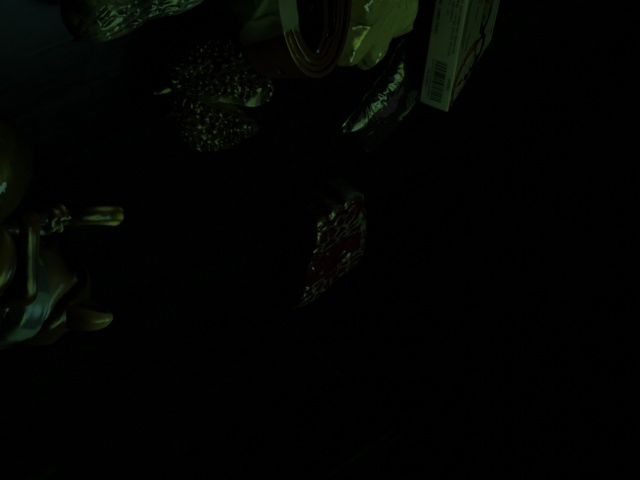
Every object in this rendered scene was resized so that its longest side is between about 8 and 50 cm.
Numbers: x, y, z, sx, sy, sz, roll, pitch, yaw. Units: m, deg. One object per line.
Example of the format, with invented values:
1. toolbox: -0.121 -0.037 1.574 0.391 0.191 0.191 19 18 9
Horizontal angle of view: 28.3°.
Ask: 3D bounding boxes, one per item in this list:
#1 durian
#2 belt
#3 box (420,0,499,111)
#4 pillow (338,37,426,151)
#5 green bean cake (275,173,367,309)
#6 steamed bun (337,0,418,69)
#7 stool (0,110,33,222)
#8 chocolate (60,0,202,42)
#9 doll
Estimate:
1. durian: -0.168 -0.224 1.900 0.196 0.167 0.196 -13 113 -31
2. belt: -0.044 -0.363 1.824 0.184 0.105 0.261 -19 111 -49
3. box: 0.262 -0.421 2.235 0.214 0.069 0.353 -58 166 -32
4. pillow: 0.128 -0.263 2.351 0.208 0.055 0.141 -53 143 6
5. green bean cake: 0.000 0.000 2.444 0.198 0.097 0.232 -34 149 -25
6. steamed bun: 0.079 -0.411 2.006 0.292 0.137 0.295 -60 168 -1
7. stool: -0.483 -0.134 1.516 0.179 0.179 0.264 -45 152 -7
8. chocolate: -0.239 -0.335 1.687 0.248 0.110 0.110 -28 145 -29
9. doll: -0.458 0.037 1.778 0.318 0.209 0.340 -23 158 23
